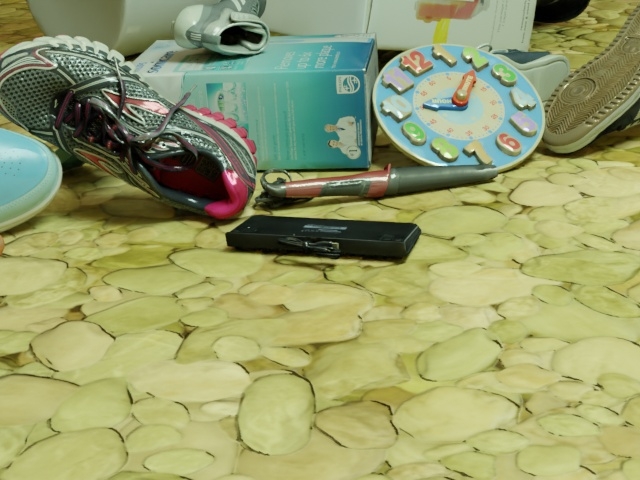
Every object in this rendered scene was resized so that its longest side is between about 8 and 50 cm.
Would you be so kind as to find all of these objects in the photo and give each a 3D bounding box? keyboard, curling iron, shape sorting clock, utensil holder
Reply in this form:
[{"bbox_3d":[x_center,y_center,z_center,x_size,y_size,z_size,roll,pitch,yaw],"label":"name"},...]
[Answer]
[{"bbox_3d":[0.000,0.000,1.175,0.180,0.023,0.108,2,15,16],"label":"keyboard"},{"bbox_3d":[0.062,-0.069,1.326,0.274,0.035,0.068,-6,21,-8],"label":"curling iron"},{"bbox_3d":[0.163,-0.159,1.422,0.206,0.040,0.206,2,50,-3],"label":"shape sorting clock"},{"bbox_3d":[-0.285,-0.495,2.113,0.328,0.327,0.385,16,31,40],"label":"utensil holder"}]

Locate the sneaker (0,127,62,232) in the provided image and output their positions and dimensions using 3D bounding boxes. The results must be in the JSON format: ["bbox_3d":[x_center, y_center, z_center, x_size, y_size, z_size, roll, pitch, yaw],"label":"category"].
[{"bbox_3d":[-0.393,-0.078,1.150,0.319,0.127,0.208,-3,-12,-23],"label":"sneaker"}]

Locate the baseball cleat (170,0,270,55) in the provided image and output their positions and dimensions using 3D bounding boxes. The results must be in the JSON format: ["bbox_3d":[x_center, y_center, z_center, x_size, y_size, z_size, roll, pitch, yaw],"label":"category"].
[{"bbox_3d":[-0.097,-0.264,1.490,0.109,0.072,0.206,19,31,19],"label":"baseball cleat"}]

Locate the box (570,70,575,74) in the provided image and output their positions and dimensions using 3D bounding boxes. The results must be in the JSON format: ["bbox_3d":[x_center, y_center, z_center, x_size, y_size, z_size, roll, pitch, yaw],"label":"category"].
[{"bbox_3d":[0.411,-0.219,1.686,0.137,0.027,0.094,-7,20,-10],"label":"box"}]

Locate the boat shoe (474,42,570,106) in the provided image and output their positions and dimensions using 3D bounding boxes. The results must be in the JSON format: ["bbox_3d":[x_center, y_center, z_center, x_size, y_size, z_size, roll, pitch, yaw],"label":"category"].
[{"bbox_3d":[0.233,-0.213,1.601,0.079,0.095,0.254,18,28,40],"label":"boat shoe"}]

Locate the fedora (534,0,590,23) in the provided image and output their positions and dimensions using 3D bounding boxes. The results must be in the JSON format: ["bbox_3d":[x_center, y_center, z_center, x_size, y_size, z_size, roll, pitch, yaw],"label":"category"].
[{"bbox_3d":[0.308,-0.470,2.076,0.152,0.334,0.334,-40,35,-18],"label":"fedora"}]

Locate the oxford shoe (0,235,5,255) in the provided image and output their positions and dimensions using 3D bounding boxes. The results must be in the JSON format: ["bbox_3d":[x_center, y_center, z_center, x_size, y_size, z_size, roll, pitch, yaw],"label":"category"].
[{"bbox_3d":[-0.408,0.029,1.002,0.364,0.130,0.132,-2,58,48],"label":"oxford shoe"}]

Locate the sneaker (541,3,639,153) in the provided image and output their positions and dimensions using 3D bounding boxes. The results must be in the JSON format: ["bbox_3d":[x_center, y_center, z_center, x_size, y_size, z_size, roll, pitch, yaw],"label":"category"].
[{"bbox_3d":[0.389,-0.170,1.492,0.282,0.153,0.099,-46,41,-18],"label":"sneaker"}]

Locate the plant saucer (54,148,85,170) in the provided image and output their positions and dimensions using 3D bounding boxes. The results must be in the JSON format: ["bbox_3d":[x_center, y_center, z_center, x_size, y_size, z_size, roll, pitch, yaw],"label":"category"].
[{"bbox_3d":[-0.259,-0.117,1.398,0.067,0.018,0.192,-21,-4,-44],"label":"plant saucer"}]

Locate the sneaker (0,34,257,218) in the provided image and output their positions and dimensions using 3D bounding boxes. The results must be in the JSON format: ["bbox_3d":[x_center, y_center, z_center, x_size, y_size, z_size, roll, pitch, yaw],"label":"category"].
[{"bbox_3d":[-0.200,-0.118,1.259,0.299,0.121,0.112,21,24,-13],"label":"sneaker"}]

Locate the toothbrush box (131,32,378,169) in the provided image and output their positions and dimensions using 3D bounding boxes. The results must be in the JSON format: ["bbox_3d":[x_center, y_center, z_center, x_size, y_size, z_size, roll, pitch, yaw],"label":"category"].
[{"bbox_3d":[-0.080,-0.173,1.498,0.296,0.126,0.216,-1,21,8],"label":"toothbrush box"}]

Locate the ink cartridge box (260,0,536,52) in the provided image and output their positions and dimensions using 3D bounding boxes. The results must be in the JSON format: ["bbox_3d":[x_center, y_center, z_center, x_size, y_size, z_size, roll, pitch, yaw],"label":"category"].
[{"bbox_3d":[0.109,-0.381,1.870,0.385,0.160,0.279,-5,18,-44],"label":"ink cartridge box"}]
